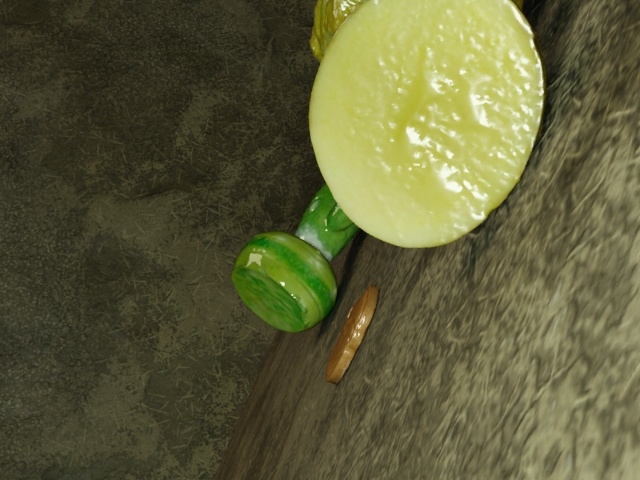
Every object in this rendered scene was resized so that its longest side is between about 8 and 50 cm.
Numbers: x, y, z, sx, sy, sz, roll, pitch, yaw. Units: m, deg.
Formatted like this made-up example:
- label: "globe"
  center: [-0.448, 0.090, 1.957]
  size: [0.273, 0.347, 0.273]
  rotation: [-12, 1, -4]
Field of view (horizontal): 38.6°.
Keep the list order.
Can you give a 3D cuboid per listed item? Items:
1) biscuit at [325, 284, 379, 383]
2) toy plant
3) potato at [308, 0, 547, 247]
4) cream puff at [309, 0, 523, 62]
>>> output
- label: "biscuit"
  center: [0.037, 0.115, 1.125]
  size: [0.102, 0.019, 0.131]
  rotation: [-85, 21, -77]
- label: "toy plant"
  center: [0.000, 0.000, 1.605]
  size: [0.316, 0.184, 0.224]
  rotation: [-49, 0, -27]
- label: "potato"
  center: [0.099, -0.115, 0.731]
  size: [0.158, 0.178, 0.204]
  rotation: [-41, -45, -60]
- label: "cream puff"
  center: [0.104, -0.227, 0.977]
  size: [0.244, 0.244, 0.196]
  rotation: [137, 127, -82]
